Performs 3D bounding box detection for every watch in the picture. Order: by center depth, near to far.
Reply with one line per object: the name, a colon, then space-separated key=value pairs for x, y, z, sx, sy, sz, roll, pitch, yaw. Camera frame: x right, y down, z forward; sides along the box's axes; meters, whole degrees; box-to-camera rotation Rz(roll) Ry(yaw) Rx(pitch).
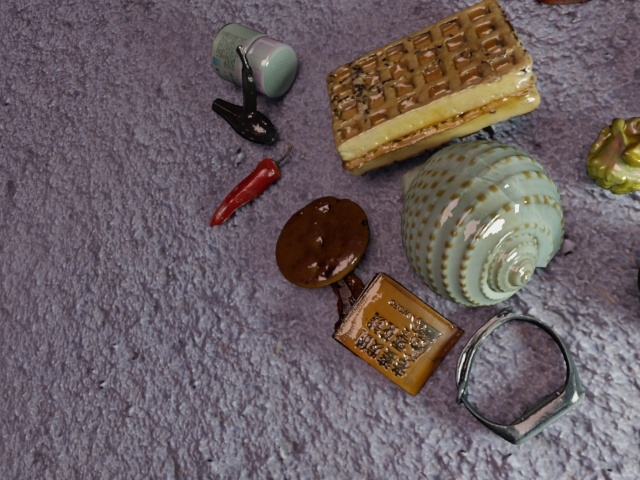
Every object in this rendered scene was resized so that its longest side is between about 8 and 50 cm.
watch: x=0.326 y=0.230 z=0.898 sx=0.206 sy=0.068 sz=0.193 roll=-37 pitch=63 yaw=5

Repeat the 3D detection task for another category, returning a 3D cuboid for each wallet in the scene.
wallet: x=0.139 y=0.173 z=0.965 sx=0.195 sy=0.042 sz=0.161 roll=37 pitch=93 yaw=4

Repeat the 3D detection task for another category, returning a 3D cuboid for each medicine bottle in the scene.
medicine bottle: x=-0.153 y=-0.413 z=1.206 sx=0.168 sy=0.135 sz=0.135 roll=28 pitch=87 yaw=25

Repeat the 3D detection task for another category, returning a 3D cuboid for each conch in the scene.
conch: x=0.269 y=-0.058 z=0.919 sx=0.303 sy=0.215 sz=0.319 roll=-36 pitch=68 yaw=-2

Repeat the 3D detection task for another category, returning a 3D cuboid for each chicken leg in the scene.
chicken leg: x=0.048 y=0.109 z=1.042 sx=0.089 sy=0.048 sz=0.219 roll=-26 pitch=69 yaw=9

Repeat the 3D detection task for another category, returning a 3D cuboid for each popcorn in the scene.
popcorn: x=0.529 y=-0.142 z=0.885 sx=0.145 sy=0.126 sz=0.126 roll=-2 pitch=48 yaw=41

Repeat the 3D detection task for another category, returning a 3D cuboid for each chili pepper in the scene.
chili pepper: x=-0.160 y=-0.121 z=1.180 sx=0.268 sy=0.050 sz=0.059 roll=-40 pitch=82 yaw=8

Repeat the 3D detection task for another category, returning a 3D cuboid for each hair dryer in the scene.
hair dryer: x=-0.177 y=-0.334 z=1.164 sx=0.195 sy=0.219 sz=0.075 roll=35 pitch=53 yaw=28

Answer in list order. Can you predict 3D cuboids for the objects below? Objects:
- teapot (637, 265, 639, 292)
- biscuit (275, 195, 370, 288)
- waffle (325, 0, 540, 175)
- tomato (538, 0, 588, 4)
teapot: x=0.603 y=0.066 z=0.797 sx=0.182 sy=0.173 sz=0.269 roll=-36 pitch=90 yaw=-24
biscuit: x=0.000 y=0.000 z=1.069 sx=0.212 sy=0.036 sz=0.212 roll=-13 pitch=56 yaw=20
waffle: x=0.197 y=-0.288 z=1.010 sx=0.376 sy=0.114 sz=0.261 roll=-20 pitch=50 yaw=16
tomato: x=0.502 y=-0.587 z=1.023 sx=0.227 sy=0.101 sz=0.228 roll=-4 pitch=76 yaw=16
